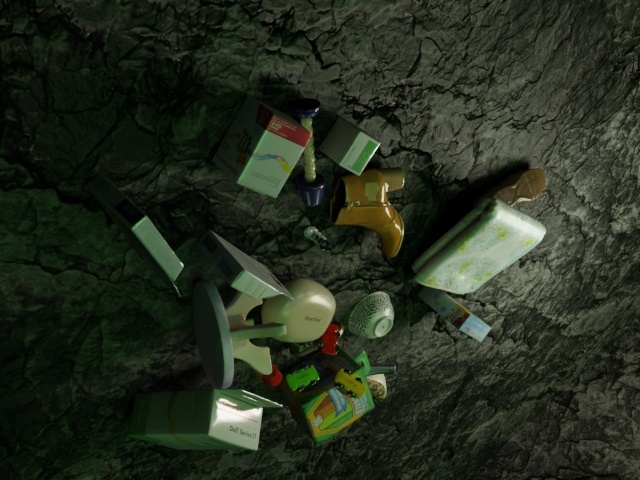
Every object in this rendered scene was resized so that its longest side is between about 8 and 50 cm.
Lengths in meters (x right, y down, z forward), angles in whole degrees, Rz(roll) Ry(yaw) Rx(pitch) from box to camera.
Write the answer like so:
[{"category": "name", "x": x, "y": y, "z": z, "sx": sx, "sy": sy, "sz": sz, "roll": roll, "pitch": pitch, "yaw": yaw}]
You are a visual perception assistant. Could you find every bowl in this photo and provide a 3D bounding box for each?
[{"category": "bowl", "x": 0.180, "y": 0.255, "z": 2.176, "sx": 0.170, "sy": 0.080, "sz": 0.170, "roll": -22, "pitch": 132, "yaw": -27}]

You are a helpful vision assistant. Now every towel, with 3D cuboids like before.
[{"category": "towel", "x": 0.511, "y": 0.034, "z": 2.200, "sx": 0.320, "sy": 0.090, "sz": 0.374, "roll": 16, "pitch": 128, "yaw": -45}]

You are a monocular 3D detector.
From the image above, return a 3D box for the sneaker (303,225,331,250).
[{"category": "sneaker", "x": 0.000, "y": 0.000, "z": 1.846, "sx": 0.038, "sy": 0.069, "sz": 0.098, "roll": -52, "pitch": 138, "yaw": 4}]

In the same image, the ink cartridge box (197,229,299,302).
[{"category": "ink cartridge box", "x": -0.177, "y": 0.084, "z": 1.674, "sx": 0.066, "sy": 0.189, "sz": 0.232, "roll": -47, "pitch": 139, "yaw": -1}]

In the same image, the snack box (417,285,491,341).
[{"category": "snack box", "x": 0.451, "y": 0.240, "z": 2.290, "sx": 0.070, "sy": 0.207, "sz": 0.174, "roll": -53, "pitch": 137, "yaw": 6}]

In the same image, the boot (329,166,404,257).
[{"category": "boot", "x": 0.123, "y": -0.064, "z": 1.890, "sx": 0.211, "sy": 0.104, "sz": 0.295, "roll": -15, "pitch": 124, "yaw": -24}]

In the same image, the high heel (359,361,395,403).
[{"category": "high heel", "x": 0.138, "y": 0.493, "z": 2.346, "sx": 0.186, "sy": 0.093, "sz": 0.261, "roll": 2, "pitch": 138, "yaw": -11}]

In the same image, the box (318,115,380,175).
[{"category": "box", "x": 0.072, "y": -0.237, "z": 1.705, "sx": 0.087, "sy": 0.102, "sz": 0.101, "roll": 22, "pitch": 106, "yaw": -44}]

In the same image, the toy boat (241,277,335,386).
[{"category": "toy boat", "x": -0.110, "y": 0.243, "z": 1.902, "sx": 0.267, "sy": 0.148, "sz": 0.318, "roll": 26, "pitch": 94, "yaw": -52}]

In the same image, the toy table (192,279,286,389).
[{"category": "toy table", "x": -0.214, "y": 0.227, "z": 1.727, "sx": 0.160, "sy": 0.252, "sz": 0.274, "roll": -10, "pitch": 105, "yaw": -31}]

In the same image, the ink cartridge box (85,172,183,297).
[{"category": "ink cartridge box", "x": -0.374, "y": -0.012, "z": 1.417, "sx": 0.045, "sy": 0.223, "sz": 0.224, "roll": -40, "pitch": 138, "yaw": -16}]

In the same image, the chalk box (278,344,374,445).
[{"category": "chalk box", "x": 0.043, "y": 0.456, "z": 2.116, "sx": 0.289, "sy": 0.179, "sz": 0.180, "roll": -30, "pitch": 122, "yaw": -18}]

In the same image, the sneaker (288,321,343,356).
[{"category": "sneaker", "x": -0.010, "y": 0.285, "z": 2.052, "sx": 0.188, "sy": 0.066, "sz": 0.071, "roll": -26, "pitch": 128, "yaw": -24}]

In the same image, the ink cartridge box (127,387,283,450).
[{"category": "ink cartridge box", "x": -0.295, "y": 0.466, "z": 1.755, "sx": 0.207, "sy": 0.353, "sz": 0.119, "roll": 37, "pitch": 50, "yaw": -48}]

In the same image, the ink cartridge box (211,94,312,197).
[{"category": "ink cartridge box", "x": -0.133, "y": -0.210, "z": 1.537, "sx": 0.127, "sy": 0.128, "sz": 0.176, "roll": 18, "pitch": 107, "yaw": -45}]

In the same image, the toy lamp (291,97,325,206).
[{"category": "toy lamp", "x": -0.028, "y": -0.209, "z": 1.665, "sx": 0.080, "sy": 0.080, "sz": 0.275, "roll": -22, "pitch": 130, "yaw": -26}]

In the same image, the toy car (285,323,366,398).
[{"category": "toy car", "x": -0.006, "y": 0.377, "z": 1.961, "sx": 0.225, "sy": 0.239, "sz": 0.053, "roll": -17, "pitch": 160, "yaw": -30}]

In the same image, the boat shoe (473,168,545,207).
[{"category": "boat shoe", "x": 0.627, "y": -0.168, "z": 2.238, "sx": 0.285, "sy": 0.089, "sz": 0.105, "roll": -22, "pitch": 106, "yaw": -29}]
